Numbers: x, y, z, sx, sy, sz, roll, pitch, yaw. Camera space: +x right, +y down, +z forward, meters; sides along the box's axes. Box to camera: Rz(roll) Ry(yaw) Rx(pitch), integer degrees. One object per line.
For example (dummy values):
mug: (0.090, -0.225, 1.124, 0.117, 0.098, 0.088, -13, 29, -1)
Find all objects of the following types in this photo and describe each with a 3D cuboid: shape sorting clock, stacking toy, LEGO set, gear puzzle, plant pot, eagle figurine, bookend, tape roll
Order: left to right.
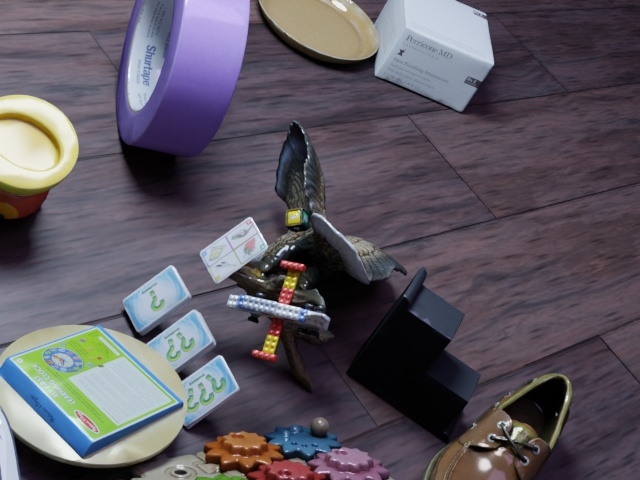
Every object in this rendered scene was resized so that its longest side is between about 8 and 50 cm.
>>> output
stacking toy: (-0.465, -0.075, 1.236, 0.309, 0.130, 0.279, 31, 58, -9)
shape sorting clock: (-0.243, 0.162, 1.168, 0.206, 0.040, 0.206, 18, 30, -10)
tape roll: (-0.189, -0.253, 1.475, 0.090, 0.275, 0.274, 10, 43, -25)
gear puzzle: (-0.096, 0.233, 1.121, 0.339, 0.044, 0.175, -3, 15, -39)
LEGO set: (-0.098, 0.067, 1.230, 0.182, 0.244, 0.060, 59, 8, 28)
eagle figurine: (-0.010, -0.002, 1.403, 0.225, 0.226, 0.298, 19, 40, 16)
plant pot: (-0.008, -0.386, 1.948, 0.236, 0.032, 0.236, 19, 39, -16)
bookend: (0.141, 0.143, 1.370, 0.156, 0.157, 0.072, 34, 38, 3)

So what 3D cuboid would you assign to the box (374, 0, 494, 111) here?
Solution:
box: (0.201, -0.354, 1.988, 0.181, 0.119, 0.182, 20, 39, -15)

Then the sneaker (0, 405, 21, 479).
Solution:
sneaker: (-0.356, 0.224, 0.989, 0.163, 0.086, 0.226, 0, 49, -39)

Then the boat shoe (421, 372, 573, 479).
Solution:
boat shoe: (0.218, 0.253, 1.346, 0.111, 0.104, 0.307, 39, 38, 8)
